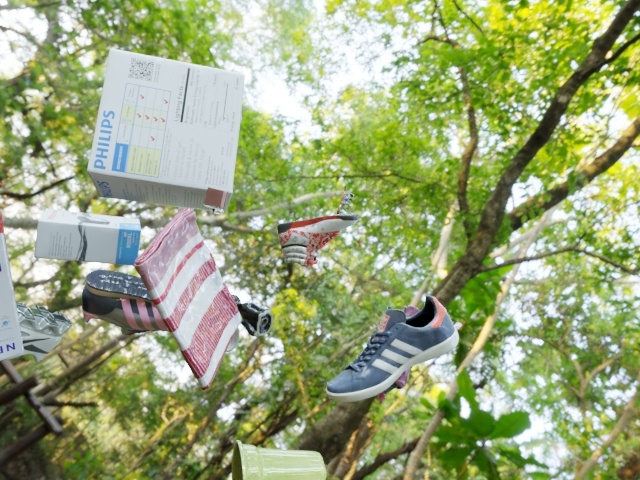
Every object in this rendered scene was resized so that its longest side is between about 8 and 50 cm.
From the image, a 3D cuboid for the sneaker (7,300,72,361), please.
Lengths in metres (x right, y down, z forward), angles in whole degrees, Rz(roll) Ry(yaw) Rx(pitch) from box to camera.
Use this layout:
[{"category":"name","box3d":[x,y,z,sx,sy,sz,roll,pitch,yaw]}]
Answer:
[{"category":"sneaker","box3d":[-0.743,0.201,1.253,0.122,0.146,0.330,33,-1,45]}]

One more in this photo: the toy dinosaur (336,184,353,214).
[{"category":"toy dinosaur","box3d":[0.072,-0.120,1.803,0.090,0.082,0.047,52,-32,12]}]

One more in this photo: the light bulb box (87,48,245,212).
[{"category":"light bulb box","box3d":[-0.413,-0.289,1.542,0.225,0.361,0.358,139,-43,-71]}]

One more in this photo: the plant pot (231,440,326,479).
[{"category":"plant pot","box3d":[-0.121,0.727,1.651,0.276,0.253,0.276,-179,-90,-75]}]

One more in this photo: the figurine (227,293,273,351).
[{"category":"figurine","box3d":[-0.295,0.245,1.745,0.209,0.214,0.092,24,-59,39]}]

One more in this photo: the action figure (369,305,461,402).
[{"category":"action figure","box3d":[0.304,0.419,2.008,0.275,0.370,0.248,23,-19,13]}]

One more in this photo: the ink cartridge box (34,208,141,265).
[{"category":"ink cartridge box","box3d":[-0.766,-0.012,1.857,0.223,0.307,0.129,-147,-115,-66]}]

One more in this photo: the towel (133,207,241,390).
[{"category":"towel","box3d":[-0.268,0.121,1.198,0.037,0.237,0.329,-10,-62,18]}]

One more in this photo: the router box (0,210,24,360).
[{"category":"router box","box3d":[-0.745,0.110,1.009,0.082,0.335,0.301,16,-66,45]}]

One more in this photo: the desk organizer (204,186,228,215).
[{"category":"desk organizer","box3d":[-0.262,-0.097,1.391,0.050,0.047,0.130,13,-7,-11]}]

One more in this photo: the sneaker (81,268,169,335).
[{"category":"sneaker","box3d":[-0.402,0.174,1.319,0.319,0.112,0.131,20,-67,-8]}]

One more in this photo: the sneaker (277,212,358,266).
[{"category":"sneaker","box3d":[0.000,0.000,1.738,0.270,0.090,0.145,-9,-89,19]}]

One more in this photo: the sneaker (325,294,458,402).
[{"category":"sneaker","box3d":[0.152,0.244,1.317,0.148,0.350,0.131,67,-16,-13]}]

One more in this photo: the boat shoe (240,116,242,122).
[{"category":"boat shoe","box3d":[-0.440,-0.458,2.008,0.121,0.335,0.119,128,-36,-49]}]
